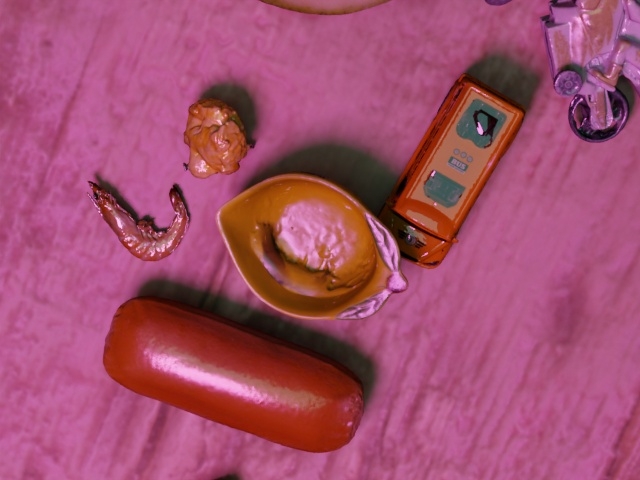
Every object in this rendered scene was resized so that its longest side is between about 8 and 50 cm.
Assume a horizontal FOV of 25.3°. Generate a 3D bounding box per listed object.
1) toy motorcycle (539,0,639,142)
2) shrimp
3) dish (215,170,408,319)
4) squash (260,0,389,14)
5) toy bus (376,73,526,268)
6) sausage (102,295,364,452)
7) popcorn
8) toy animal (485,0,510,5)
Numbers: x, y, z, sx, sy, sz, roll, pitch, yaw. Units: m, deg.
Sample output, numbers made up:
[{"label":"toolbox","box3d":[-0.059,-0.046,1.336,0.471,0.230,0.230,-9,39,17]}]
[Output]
[{"label":"toy motorcycle","box3d":[0.286,-0.206,1.391,0.151,0.074,0.229,-20,113,5]},{"label":"shrimp","box3d":[-0.186,-0.035,1.480,0.083,0.023,0.114,-42,101,6]},{"label":"dish","box3d":[0.000,0.000,1.438,0.207,0.080,0.149,23,112,10]},{"label":"squash","box3d":[0.024,-0.304,1.341,0.260,0.189,0.189,-25,97,2]},{"label":"toy bus","box3d":[0.126,-0.064,1.424,0.083,0.088,0.194,29,101,-1]},{"label":"sausage","box3d":[-0.088,0.138,1.464,0.274,0.105,0.105,19,100,0]},{"label":"popcorn","box3d":[-0.096,-0.101,1.443,0.084,0.084,0.084,0,100,3]},{"label":"toy animal","box3d":[0.271,-0.401,1.357,0.205,0.081,0.367,7,105,16]}]
